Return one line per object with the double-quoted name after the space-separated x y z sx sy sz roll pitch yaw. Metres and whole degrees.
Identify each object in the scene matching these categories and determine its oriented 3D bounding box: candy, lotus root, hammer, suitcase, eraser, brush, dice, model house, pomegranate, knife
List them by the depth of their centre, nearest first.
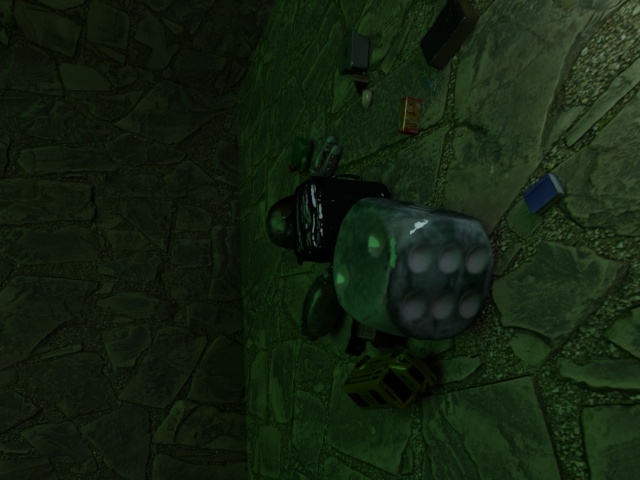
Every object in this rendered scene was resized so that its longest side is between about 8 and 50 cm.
0.521 -0.108 1.075 0.084 0.027 0.063 124 144 -48 "eraser"
0.248 0.067 1.283 0.348 0.328 0.330 -146 63 -62 "dice"
0.391 -0.644 1.422 0.197 0.059 0.123 128 138 -51 "brush"
0.359 -0.522 1.531 0.096 0.010 0.027 -119 41 -51 "knife"
0.304 -0.426 1.572 0.038 0.062 0.122 -170 85 -67 "candy"
0.209 0.270 1.584 0.207 0.154 0.294 46 -123 -64 "model house"
0.080 -0.074 1.666 0.188 0.345 0.339 151 119 -66 "suitcase"
-0.018 -0.020 1.833 0.044 0.440 0.168 9 75 34 "hammer"
0.015 0.270 1.980 0.175 0.175 0.349 53 129 56 "lotus root"
-0.124 -0.069 2.212 0.323 0.291 0.290 123 145 -66 "pomegranate"

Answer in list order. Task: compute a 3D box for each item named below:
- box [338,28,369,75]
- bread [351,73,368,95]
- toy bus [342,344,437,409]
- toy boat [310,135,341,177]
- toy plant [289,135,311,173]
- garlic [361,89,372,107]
0.145 -0.791 1.955 0.124 0.093 0.172 179 94 -65 "box"
0.171 -0.661 1.924 0.062 0.109 0.043 -19 65 16 "bread"
0.211 0.449 1.455 0.145 0.151 0.331 47 148 -1 "toy bus"
0.016 -0.381 2.177 0.155 0.085 0.227 -110 34 -41 "toy boat"
-0.111 -0.442 2.470 0.154 0.088 0.240 47 137 40 "toy plant"
0.189 -0.593 1.890 0.053 0.041 0.083 104 165 -51 "garlic"
